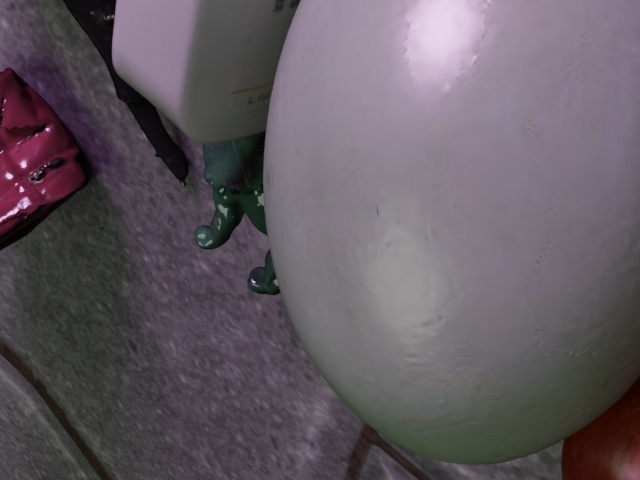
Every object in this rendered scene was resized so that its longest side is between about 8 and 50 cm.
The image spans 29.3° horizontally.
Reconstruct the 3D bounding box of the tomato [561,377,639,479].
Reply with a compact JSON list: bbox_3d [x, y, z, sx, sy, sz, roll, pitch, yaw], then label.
[{"bbox_3d":[0.221,0.126,0.582,0.232,0.189,0.232,27,137,29],"label":"tomato"}]

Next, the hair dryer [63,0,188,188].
[{"bbox_3d":[-0.120,-0.172,0.822,0.304,0.120,0.359,8,138,28],"label":"hair dryer"}]

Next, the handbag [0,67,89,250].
[{"bbox_3d":[-0.309,-0.036,1.019,0.135,0.225,0.146,57,167,-10],"label":"handbag"}]

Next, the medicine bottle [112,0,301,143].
[{"bbox_3d":[-0.014,-0.188,0.592,0.111,0.161,0.296,41,143,18],"label":"medicine bottle"}]

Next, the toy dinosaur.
[{"bbox_3d":[-0.012,0.002,0.836,0.120,0.079,0.292,-8,117,48],"label":"toy dinosaur"}]

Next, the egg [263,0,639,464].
[{"bbox_3d":[0.076,-0.040,0.558,0.203,0.203,0.282,4,91,47],"label":"egg"}]
